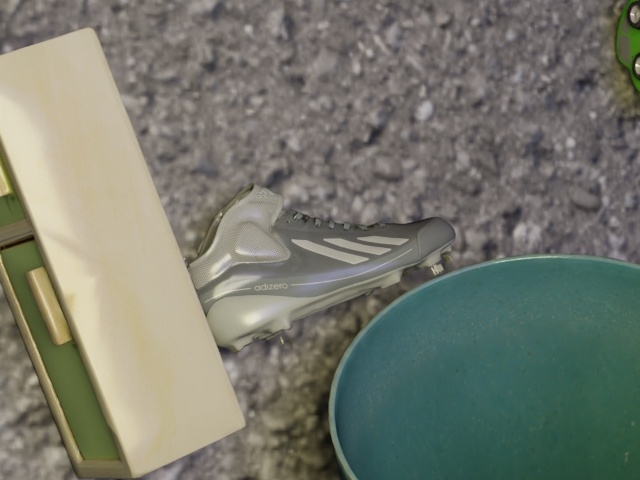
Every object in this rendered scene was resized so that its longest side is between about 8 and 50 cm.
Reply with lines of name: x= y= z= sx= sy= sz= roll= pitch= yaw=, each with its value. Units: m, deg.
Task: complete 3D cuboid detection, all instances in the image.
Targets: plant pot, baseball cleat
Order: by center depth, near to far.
plant pot: x=0.157 y=0.175 z=1.231 sx=0.290 sy=0.290 sz=0.195 roll=-31 pitch=134 yaw=-28
baseball cleat: x=0.000 y=0.000 z=1.259 sx=0.206 sy=0.072 sz=0.109 roll=-23 pitch=88 yaw=-32

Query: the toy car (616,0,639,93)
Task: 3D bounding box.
toy car: x=0.257 y=-0.212 z=1.433 sx=0.239 sy=0.053 sz=0.225 roll=0 pitch=84 yaw=-27

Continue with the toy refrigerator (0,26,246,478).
toy refrigerator: x=-0.153 y=0.013 z=1.157 sx=0.094 sy=0.102 sz=0.269 roll=-22 pitch=95 yaw=-28
